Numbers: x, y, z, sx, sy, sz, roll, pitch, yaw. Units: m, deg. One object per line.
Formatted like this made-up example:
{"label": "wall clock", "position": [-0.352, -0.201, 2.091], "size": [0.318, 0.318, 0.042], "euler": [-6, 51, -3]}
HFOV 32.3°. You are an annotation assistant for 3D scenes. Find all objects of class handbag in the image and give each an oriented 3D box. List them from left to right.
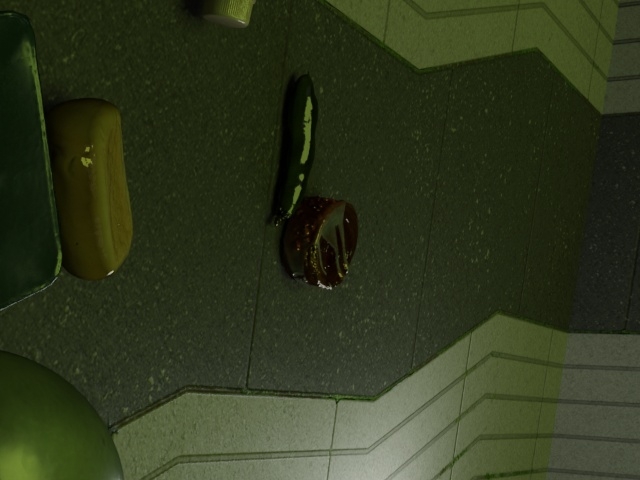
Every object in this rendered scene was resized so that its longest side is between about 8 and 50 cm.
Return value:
{"label": "handbag", "position": [-0.391, -0.067, 1.147], "size": [0.238, 0.089, 0.326], "euler": [-33, 128, -53]}

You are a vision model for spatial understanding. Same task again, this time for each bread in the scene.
{"label": "bread", "position": [-0.285, -0.061, 1.317], "size": [0.147, 0.098, 0.217], "euler": [-68, 160, -64]}
{"label": "bread", "position": [0.000, 0.000, 1.881], "size": [0.160, 0.073, 0.160], "euler": [-30, 127, -50]}

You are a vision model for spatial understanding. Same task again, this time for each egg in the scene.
{"label": "egg", "position": [-0.345, 0.256, 1.165], "size": [0.258, 0.258, 0.352], "euler": [-60, 151, -31]}

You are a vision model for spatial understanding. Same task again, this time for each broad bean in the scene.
{"label": "broad bean", "position": [-0.036, -0.147, 1.795], "size": [0.065, 0.046, 0.254], "euler": [4, 97, -48]}

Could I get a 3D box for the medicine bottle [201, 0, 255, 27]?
{"label": "medicine bottle", "position": [-0.106, -0.419, 1.509], "size": [0.114, 0.114, 0.252], "euler": [17, 85, -61]}
